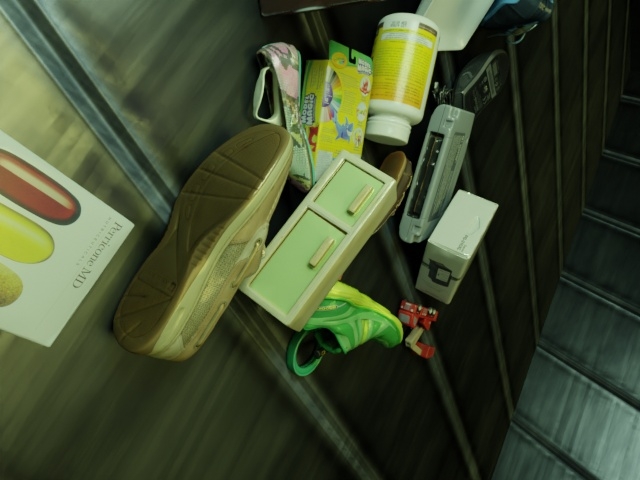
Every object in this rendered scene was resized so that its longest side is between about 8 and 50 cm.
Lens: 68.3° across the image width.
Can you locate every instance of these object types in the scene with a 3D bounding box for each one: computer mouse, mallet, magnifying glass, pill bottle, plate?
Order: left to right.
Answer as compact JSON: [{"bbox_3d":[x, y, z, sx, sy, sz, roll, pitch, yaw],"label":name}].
[{"bbox_3d":[-0.002,0.147,0.904,0.092,0.026,0.230,30,77,-50],"label":"magnifying glass"},{"bbox_3d":[0.045,0.205,0.953,0.190,0.039,0.062,-27,121,-51],"label":"mallet"},{"bbox_3d":[0.142,-0.290,0.868,0.117,0.117,0.214,9,94,-52],"label":"pill bottle"},{"bbox_3d":[0.295,-0.520,0.959,0.278,0.045,0.277,-26,156,-44],"label":"plate"},{"bbox_3d":[0.360,-0.369,1.158,0.272,0.072,0.188,-46,136,-15],"label":"computer mouse"}]

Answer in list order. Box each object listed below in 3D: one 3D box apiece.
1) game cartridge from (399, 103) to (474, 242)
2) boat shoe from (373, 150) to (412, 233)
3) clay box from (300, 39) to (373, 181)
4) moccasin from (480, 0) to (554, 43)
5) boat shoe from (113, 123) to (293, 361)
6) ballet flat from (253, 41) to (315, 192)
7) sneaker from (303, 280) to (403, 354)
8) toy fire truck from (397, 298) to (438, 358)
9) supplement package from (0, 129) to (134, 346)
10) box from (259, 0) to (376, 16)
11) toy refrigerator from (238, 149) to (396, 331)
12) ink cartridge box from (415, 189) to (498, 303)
[{"bbox_3d":[0.264,-0.148,1.062,0.198,0.062,0.296,-22,129,-62],"label":"game cartridge"},{"bbox_3d":[0.135,-0.085,0.960,0.206,0.073,0.073,-57,136,-22],"label":"boat shoe"},{"bbox_3d":[0.023,-0.208,0.800,0.128,0.053,0.221,-2,103,-50],"label":"clay box"},{"bbox_3d":[0.448,-0.518,1.085,0.137,0.117,0.342,-60,179,31],"label":"moccasin"},{"bbox_3d":[-0.135,0.001,0.631,0.341,0.122,0.110,-57,144,-7],"label":"boat shoe"},{"bbox_3d":[-0.061,-0.176,0.702,0.079,0.077,0.221,-15,109,-28],"label":"ballet flat"},{"bbox_3d":[0.049,0.151,0.882,0.296,0.110,0.123,34,86,-44],"label":"sneaker"},{"bbox_3d":[0.250,0.232,1.221,0.192,0.047,0.135,21,86,-51],"label":"toy fire truck"},{"bbox_3d":[-0.309,-0.034,0.382,0.244,0.134,0.138,46,66,-47],"label":"supplement package"},{"bbox_3d":[0.002,-0.493,0.575,0.143,0.191,0.380,-31,125,-42],"label":"box"},{"bbox_3d":[0.000,0.000,0.733,0.269,0.102,0.094,-52,162,-8],"label":"toy refrigerator"},{"bbox_3d":[0.322,0.020,1.138,0.171,0.100,0.237,-54,160,-25],"label":"ink cartridge box"}]
